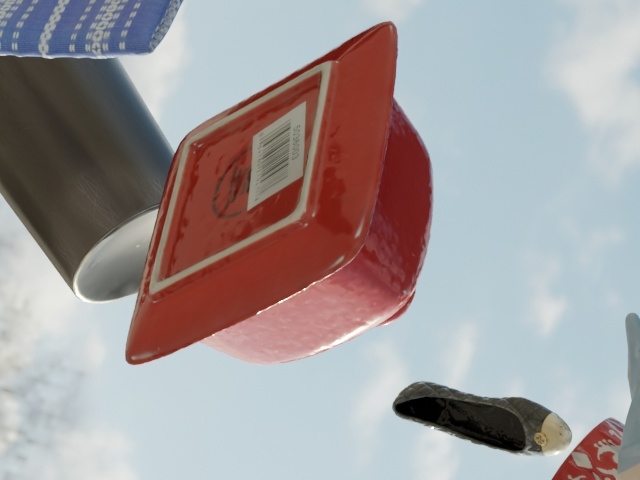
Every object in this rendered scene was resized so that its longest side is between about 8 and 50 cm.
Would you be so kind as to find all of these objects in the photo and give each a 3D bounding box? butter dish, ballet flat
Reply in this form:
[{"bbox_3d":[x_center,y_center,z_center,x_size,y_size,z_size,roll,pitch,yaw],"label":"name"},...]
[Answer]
[{"bbox_3d":[0.000,0.000,0.967,0.160,0.118,0.160,-27,-143,35],"label":"butter dish"},{"bbox_3d":[0.146,0.167,1.783,0.049,0.173,0.057,-29,123,-54],"label":"ballet flat"}]

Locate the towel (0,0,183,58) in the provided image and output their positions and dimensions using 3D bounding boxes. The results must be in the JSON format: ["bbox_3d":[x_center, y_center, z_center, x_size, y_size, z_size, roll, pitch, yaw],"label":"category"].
[{"bbox_3d":[-0.205,-0.214,1.191,0.243,0.336,0.040,-69,150,-29],"label":"towel"}]

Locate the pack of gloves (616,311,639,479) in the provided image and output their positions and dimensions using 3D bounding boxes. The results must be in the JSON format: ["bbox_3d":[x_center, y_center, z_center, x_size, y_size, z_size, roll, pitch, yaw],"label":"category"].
[{"bbox_3d":[0.228,0.080,1.053,0.195,0.046,0.232,-46,-152,51],"label":"pack of gloves"}]

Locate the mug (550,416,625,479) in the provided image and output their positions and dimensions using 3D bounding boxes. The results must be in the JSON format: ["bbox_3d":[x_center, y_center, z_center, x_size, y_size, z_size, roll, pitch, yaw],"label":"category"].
[{"bbox_3d":[0.265,0.237,1.566,0.113,0.169,0.150,-41,158,-28],"label":"mug"}]

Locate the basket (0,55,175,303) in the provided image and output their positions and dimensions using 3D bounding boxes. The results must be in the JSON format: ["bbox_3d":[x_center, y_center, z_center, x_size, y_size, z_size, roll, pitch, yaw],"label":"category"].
[{"bbox_3d":[-0.200,-0.073,1.610,0.154,0.227,0.204,-36,157,1],"label":"basket"}]
